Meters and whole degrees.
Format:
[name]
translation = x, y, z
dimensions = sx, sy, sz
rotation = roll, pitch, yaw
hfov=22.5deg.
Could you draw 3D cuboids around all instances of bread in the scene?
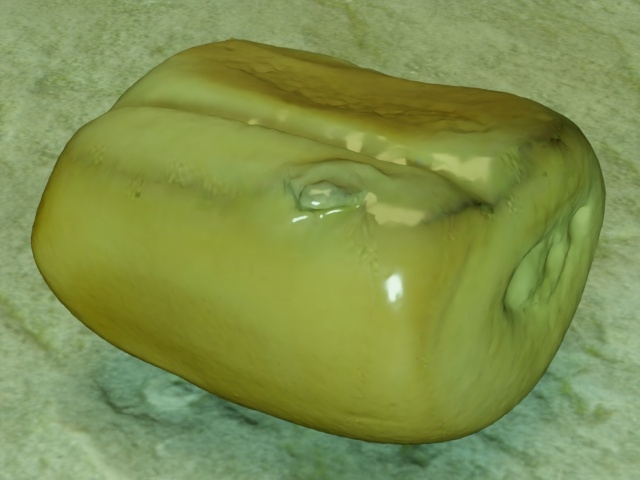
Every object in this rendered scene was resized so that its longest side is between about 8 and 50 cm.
[bread]
translation = 0.000, 0.000, 1.206
dimensions = 0.376, 0.253, 0.348
rotation = 17, 28, 26
